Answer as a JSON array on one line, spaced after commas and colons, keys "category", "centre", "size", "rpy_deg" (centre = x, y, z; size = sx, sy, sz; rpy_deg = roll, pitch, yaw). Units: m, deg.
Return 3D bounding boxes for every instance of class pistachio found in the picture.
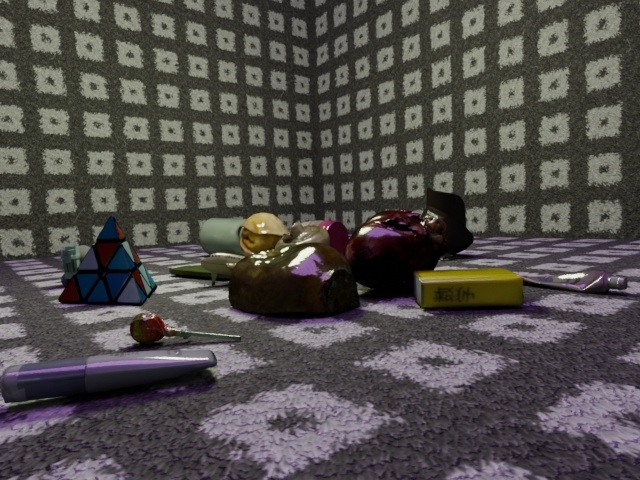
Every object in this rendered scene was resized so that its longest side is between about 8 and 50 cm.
[{"category": "pistachio", "centre": [-0.235, -0.008, 1.930], "size": [0.229, 0.230, 0.309], "rpy_deg": [-3, 9, -1]}]

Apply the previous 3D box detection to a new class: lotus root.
[{"category": "lotus root", "centre": [-0.046, 0.085, 1.034], "size": [0.266, 0.150, 0.260], "rpy_deg": [-9, 6, -35]}]

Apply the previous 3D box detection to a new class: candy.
[{"category": "candy", "centre": [-0.239, 0.163, 0.789], "size": [0.200, 0.061, 0.060], "rpy_deg": [6, 4, 1]}]

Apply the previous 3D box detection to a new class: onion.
[{"category": "onion", "centre": [0.181, 0.028, 1.179], "size": [0.280, 0.222, 0.281], "rpy_deg": [-15, -10, -3]}]

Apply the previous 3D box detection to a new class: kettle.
[{"category": "kettle", "centre": [-0.434, 0.005, 2.312], "size": [0.317, 0.265, 0.205], "rpy_deg": [0, 37, 37]}]

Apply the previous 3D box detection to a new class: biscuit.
[{"category": "biscuit", "centre": [-0.412, 0.113, 1.600], "size": [0.322, 0.038, 0.099], "rpy_deg": [1, 9, 35]}]

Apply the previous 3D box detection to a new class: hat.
[{"category": "hat", "centre": [0.472, -0.041, 1.825], "size": [0.209, 0.336, 0.238], "rpy_deg": [-44, 40, -18]}]

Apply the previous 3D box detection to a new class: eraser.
[{"category": "eraser", "centre": [0.322, 0.106, 1.000], "size": [0.225, 0.069, 0.158], "rpy_deg": [-3, 5, 6]}]

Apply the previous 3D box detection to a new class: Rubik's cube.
[{"category": "Rubik's cube", "centre": [-0.558, 0.133, 1.198], "size": [0.250, 0.285, 0.234], "rpy_deg": [-33, 42, -28]}]

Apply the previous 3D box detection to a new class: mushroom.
[{"category": "mushroom", "centre": [-0.074, 0.008, 1.754], "size": [0.226, 0.178, 0.226], "rpy_deg": [-17, 11, 3]}]

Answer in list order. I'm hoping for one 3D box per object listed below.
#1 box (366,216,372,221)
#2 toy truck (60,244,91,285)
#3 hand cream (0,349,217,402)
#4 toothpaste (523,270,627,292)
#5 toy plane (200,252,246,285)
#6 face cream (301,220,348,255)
[{"category": "box", "centre": [0.288, -0.014, 1.833], "size": [0.194, 0.148, 0.177], "rpy_deg": [-3, -18, -3]}, {"category": "toy truck", "centre": [-0.830, 0.080, 1.598], "size": [0.107, 0.140, 0.257], "rpy_deg": [-3, 4, 4]}, {"category": "hand cream", "centre": [-0.268, 0.172, 0.591], "size": [0.255, 0.048, 0.079], "rpy_deg": [-3, 3, -21]}, {"category": "toothpaste", "centre": [0.600, 0.098, 1.123], "size": [0.075, 0.048, 0.301], "rpy_deg": [-11, 6, -35]}, {"category": "toy plane", "centre": [-0.248, 0.086, 1.415], "size": [0.255, 0.104, 0.242], "rpy_deg": [-4, 7, -13]}, {"category": "face cream", "centre": [0.000, 0.000, 1.946], "size": [0.194, 0.175, 0.175], "rpy_deg": [3, 6, 40]}]
